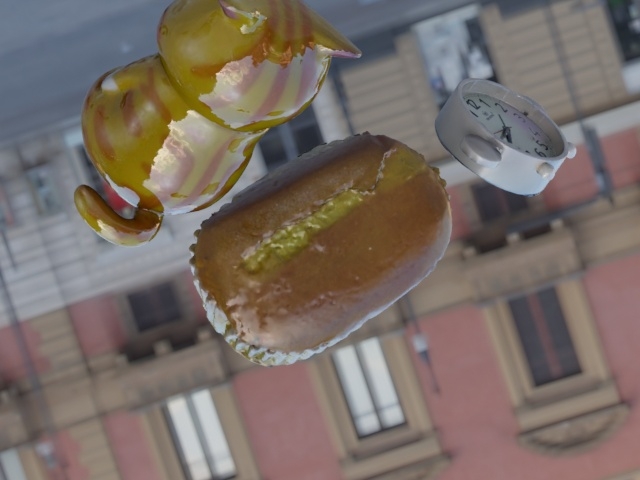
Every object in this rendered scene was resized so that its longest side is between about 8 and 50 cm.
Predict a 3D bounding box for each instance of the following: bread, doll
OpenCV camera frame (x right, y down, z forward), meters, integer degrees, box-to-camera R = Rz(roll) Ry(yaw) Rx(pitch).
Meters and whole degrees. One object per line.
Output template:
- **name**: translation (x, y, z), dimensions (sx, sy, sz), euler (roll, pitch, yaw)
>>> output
- **bread**: translation (0.000, 0.000, 1.756), dimensions (0.288, 0.204, 0.156), euler (-32, 174, -10)
- **doll**: translation (-0.104, -0.133, 1.485), dimensions (0.167, 0.162, 0.269), euler (8, 135, -37)

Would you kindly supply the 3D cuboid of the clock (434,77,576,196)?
- **clock**: translation (0.210, -0.117, 1.912), dimensions (0.063, 0.155, 0.229), euler (-57, 172, 31)
